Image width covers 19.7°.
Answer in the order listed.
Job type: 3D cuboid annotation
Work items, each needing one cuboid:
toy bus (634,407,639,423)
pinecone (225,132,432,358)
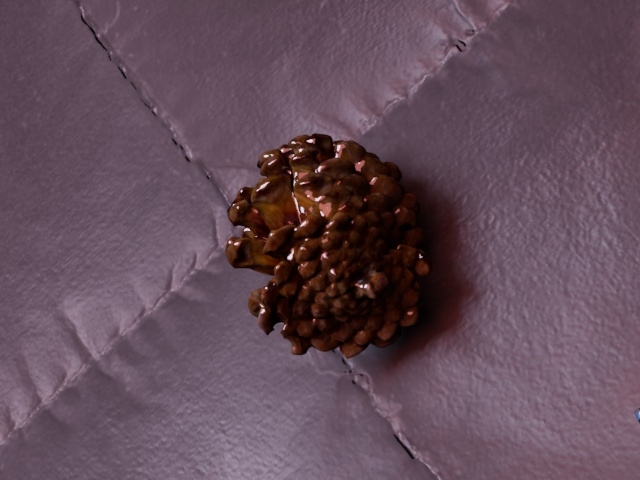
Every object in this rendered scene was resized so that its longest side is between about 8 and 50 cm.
[{"bbox_3d":[0.279,0.149,1.449,0.038,0.083,0.046,-30,66,13],"label":"toy bus"},{"bbox_3d":[0.002,0.000,1.583,0.150,0.179,0.195,-33,50,47],"label":"pinecone"}]
